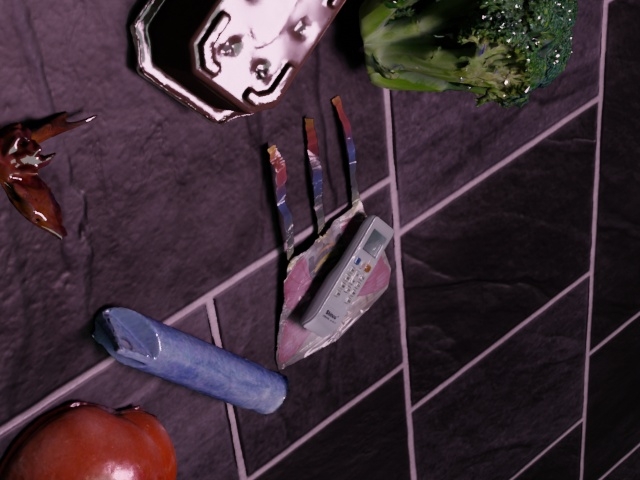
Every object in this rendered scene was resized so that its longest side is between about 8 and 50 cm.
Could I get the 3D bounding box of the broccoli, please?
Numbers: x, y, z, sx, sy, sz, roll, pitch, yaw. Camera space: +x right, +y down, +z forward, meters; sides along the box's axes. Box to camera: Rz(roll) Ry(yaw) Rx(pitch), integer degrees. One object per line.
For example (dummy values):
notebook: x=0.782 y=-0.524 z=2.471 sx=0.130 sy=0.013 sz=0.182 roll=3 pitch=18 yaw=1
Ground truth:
broccoli: x=0.157 y=-0.262 z=1.493 sx=0.245 sy=0.265 sz=0.294 roll=-16 pitch=129 yaw=4

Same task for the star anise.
star anise: x=-0.288 y=-0.081 z=1.248 sx=0.141 sy=0.144 sz=0.158 roll=7 pitch=109 yaw=-2

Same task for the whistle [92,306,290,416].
whistle: x=-0.142 y=0.140 z=1.551 sx=0.304 sy=0.062 sz=0.062 roll=30 pitch=92 yaw=-52

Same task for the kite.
kite: x=0.003 y=0.002 z=1.647 sx=0.204 sy=0.022 sz=0.360 roll=-37 pitch=139 yaw=-25

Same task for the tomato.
tomato: x=-0.244 y=0.288 z=1.505 sx=0.228 sy=0.112 sz=0.199 roll=10 pitch=109 yaw=-48

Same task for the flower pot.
flower pot: x=-0.057 y=-0.233 z=1.332 sx=0.179 sy=0.084 sz=0.251 roll=34 pitch=88 yaw=-40

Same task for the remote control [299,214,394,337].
remote control: x=0.031 y=0.044 z=1.677 sx=0.162 sy=0.029 sz=0.061 roll=-58 pitch=149 yaw=-4
